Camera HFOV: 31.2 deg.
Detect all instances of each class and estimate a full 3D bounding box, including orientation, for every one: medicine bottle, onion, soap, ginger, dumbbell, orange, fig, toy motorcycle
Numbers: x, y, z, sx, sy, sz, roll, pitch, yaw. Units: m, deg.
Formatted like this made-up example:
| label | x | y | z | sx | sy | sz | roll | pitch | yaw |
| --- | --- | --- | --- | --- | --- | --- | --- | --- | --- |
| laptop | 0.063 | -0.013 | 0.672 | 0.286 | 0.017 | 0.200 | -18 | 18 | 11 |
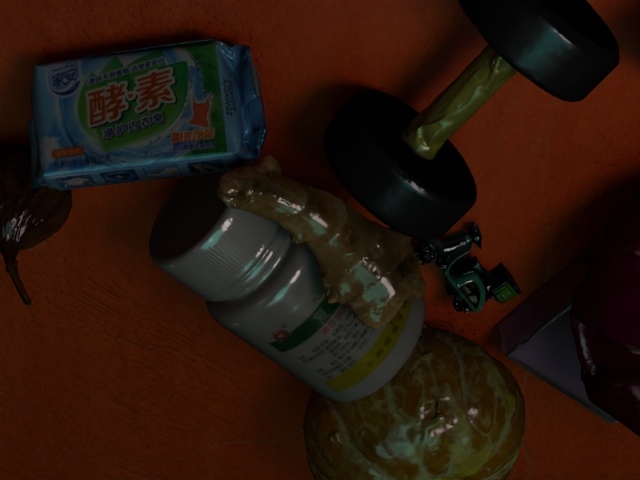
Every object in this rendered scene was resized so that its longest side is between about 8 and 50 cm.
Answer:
| label | x | y | z | sx | sy | sz | roll | pitch | yaw |
| --- | --- | --- | --- | --- | --- | --- | --- | --- | --- |
| medicine bottle | -0.042 | 0.046 | 1.504 | 0.208 | 0.208 | 0.339 | -37 | 123 | 22 |
| onion | 0.560 | 0.101 | 1.468 | 0.398 | 0.420 | 0.399 | 1 | 88 | -27 |
| soap | -0.213 | -0.148 | 1.368 | 0.293 | 0.156 | 0.077 | -8 | 168 | -1 |
| ginger | 0.000 | 0.000 | 1.366 | 0.294 | 0.086 | 0.131 | 30 | 77 | -21 |
| soap | 0.416 | 0.155 | 1.725 | 0.259 | 0.081 | 0.181 | 32 | 118 | -26 |
| dumbbell | 0.173 | -0.171 | 1.357 | 0.203 | 0.204 | 0.322 | 28 | 121 | -26 |
| orange | 0.136 | 0.271 | 1.682 | 0.329 | 0.249 | 0.329 | -4 | 139 | -4 |
| fig | -0.391 | -0.019 | 1.424 | 0.146 | 0.201 | 0.134 | -8 | 139 | 8 |
| toy motorcycle | 0.205 | 0.037 | 1.624 | 0.100 | 0.058 | 0.173 | -34 | 126 | 11 |
